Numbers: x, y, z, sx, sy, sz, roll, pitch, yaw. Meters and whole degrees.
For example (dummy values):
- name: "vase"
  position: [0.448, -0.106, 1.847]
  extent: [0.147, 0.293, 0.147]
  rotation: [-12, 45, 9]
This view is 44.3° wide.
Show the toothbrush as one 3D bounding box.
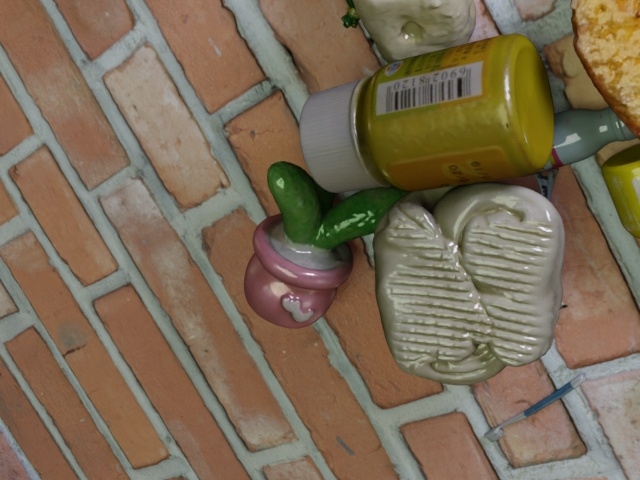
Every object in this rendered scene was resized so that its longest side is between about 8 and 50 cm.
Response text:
- name: "toothbrush"
  position: [0.436, 0.346, 1.605]
  extent: [0.025, 0.019, 0.276]
  rotation: [43, 125, -3]

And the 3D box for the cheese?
- name: "cheese"
  position: [0.165, -0.418, 1.326]
  extent: [0.174, 0.251, 0.248]
  rotation: [-12, 143, 19]

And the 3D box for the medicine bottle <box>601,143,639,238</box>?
- name: "medicine bottle"
  position: [0.556, -0.048, 1.295]
  extent: [0.122, 0.122, 0.212]
  rotation: [-18, 104, 33]

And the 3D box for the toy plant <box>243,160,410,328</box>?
- name: "toy plant"
  position: [-0.002, 0.007, 1.586]
  extent: [0.317, 0.210, 0.356]
  rotation: [14, 120, -16]

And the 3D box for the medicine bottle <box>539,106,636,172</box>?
- name: "medicine bottle"
  position: [0.420, -0.175, 1.327]
  extent: [0.217, 0.090, 0.090]
  rotation: [-15, 104, 32]

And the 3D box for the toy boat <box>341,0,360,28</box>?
- name: "toy boat"
  position: [0.016, -0.486, 1.399]
  extent: [0.088, 0.089, 0.229]
  rotation: [-36, 85, 15]

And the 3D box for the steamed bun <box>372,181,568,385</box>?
- name: "steamed bun"
  position: [0.273, 0.068, 1.420]
  extent: [0.343, 0.255, 0.367]
  rotation: [5, 100, 20]

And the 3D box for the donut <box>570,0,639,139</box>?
- name: "donut"
  position: [0.592, -0.303, 1.138]
  extent: [0.435, 0.163, 0.377]
  rotation: [10, 118, 22]

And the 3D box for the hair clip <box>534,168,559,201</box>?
- name: "hair clip"
  position: [0.400, -0.078, 1.424]
  extent: [0.039, 0.030, 0.115]
  rotation: [24, 121, 39]

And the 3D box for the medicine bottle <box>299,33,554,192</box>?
- name: "medicine bottle"
  position: [0.171, -0.194, 1.310]
  extent: [0.385, 0.224, 0.224]
  rotation: [-7, 109, 33]
